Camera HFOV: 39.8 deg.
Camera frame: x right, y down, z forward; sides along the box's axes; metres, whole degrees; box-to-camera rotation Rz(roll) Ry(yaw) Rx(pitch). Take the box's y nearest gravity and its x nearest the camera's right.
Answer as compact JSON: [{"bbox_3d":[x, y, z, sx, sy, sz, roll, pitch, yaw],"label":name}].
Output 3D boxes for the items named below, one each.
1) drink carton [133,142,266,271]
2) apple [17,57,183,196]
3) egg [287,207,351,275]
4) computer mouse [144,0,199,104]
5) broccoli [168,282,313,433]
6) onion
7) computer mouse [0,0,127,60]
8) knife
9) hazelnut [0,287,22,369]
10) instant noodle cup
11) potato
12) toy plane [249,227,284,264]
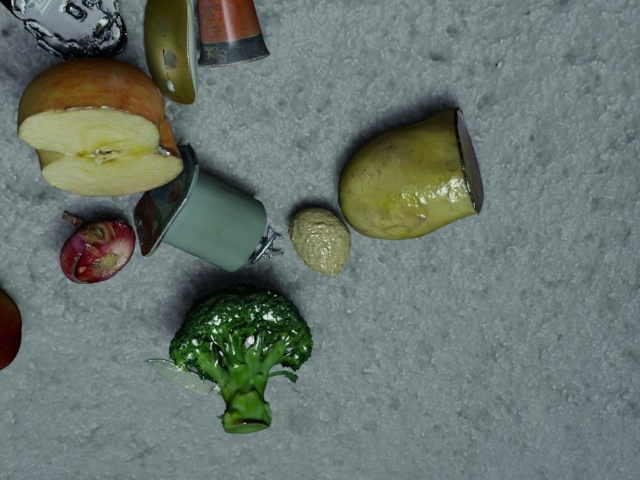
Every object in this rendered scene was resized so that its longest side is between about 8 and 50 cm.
[{"bbox_3d":[-0.209,-0.044,1.607,0.190,0.185,0.191,28,106,-26],"label":"drink carton"},{"bbox_3d":[-0.365,-0.209,1.478,0.251,0.163,0.293,-5,158,-3],"label":"apple"},{"bbox_3d":[0.000,0.000,1.701,0.140,0.118,0.116,46,131,-5],"label":"egg"},{"bbox_3d":[-0.253,-0.327,1.508,0.045,0.102,0.199,-32,132,-47],"label":"computer mouse"},{"bbox_3d":[-0.149,0.228,1.708,0.298,0.297,0.297,-5,154,-3],"label":"broccoli"},{"bbox_3d":[-0.429,-0.002,1.635,0.150,0.140,0.150,-37,159,-17],"label":"onion"},{"bbox_3d":[-0.423,-0.384,1.445,0.242,0.077,0.146,34,106,-25],"label":"computer mouse"},{"bbox_3d":[-0.240,0.312,1.872,0.298,0.017,0.047,28,114,-23],"label":"knife"},{"bbox_3d":[-0.642,0.171,1.613,0.208,0.208,0.208,-5,117,-9],"label":"hazelnut"},{"bbox_3d":[-0.156,-0.371,1.492,0.127,0.127,0.135,-11,110,-6],"label":"instant noodle cup"},{"bbox_3d":[0.161,-0.106,1.653,0.266,0.229,0.229,-14,120,13],"label":"potato"},{"bbox_3d":[-0.112,0.015,1.738,0.078,0.031,0.083,38,104,-25],"label":"toy plane"}]
